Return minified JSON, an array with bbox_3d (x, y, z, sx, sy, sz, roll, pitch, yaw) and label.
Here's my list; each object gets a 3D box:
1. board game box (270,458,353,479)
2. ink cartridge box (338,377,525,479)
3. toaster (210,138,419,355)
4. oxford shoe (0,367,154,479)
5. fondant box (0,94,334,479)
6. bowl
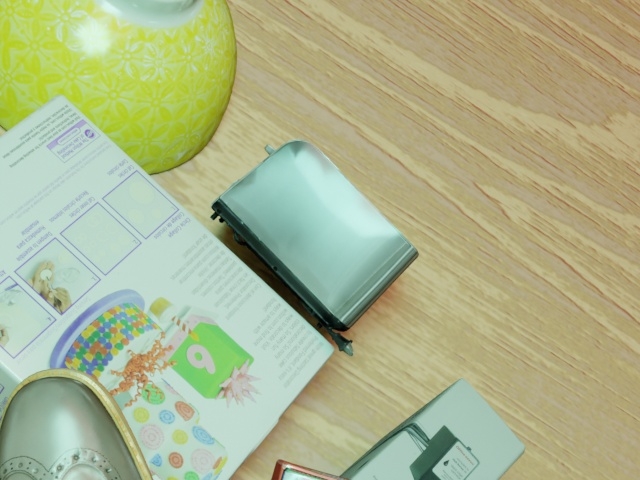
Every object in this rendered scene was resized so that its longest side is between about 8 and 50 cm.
[{"bbox_3d":[0.041,0.338,0.883,0.242,0.064,0.316,18,82,-5],"label":"board game box"},{"bbox_3d":[0.053,0.222,1.054,0.087,0.153,0.208,50,45,6],"label":"ink cartridge box"},{"bbox_3d":[0.000,0.000,1.158,0.110,0.168,0.186,-44,87,1],"label":"toaster"},{"bbox_3d":[-0.163,0.255,0.844,0.130,0.133,0.364,-10,73,-2],"label":"oxford shoe"},{"bbox_3d":[-0.182,0.066,1.050,0.330,0.096,0.238,42,46,1],"label":"fondant box"},{"bbox_3d":[-0.192,-0.223,1.207,0.289,0.156,0.289,17,51,-22],"label":"bowl"}]
